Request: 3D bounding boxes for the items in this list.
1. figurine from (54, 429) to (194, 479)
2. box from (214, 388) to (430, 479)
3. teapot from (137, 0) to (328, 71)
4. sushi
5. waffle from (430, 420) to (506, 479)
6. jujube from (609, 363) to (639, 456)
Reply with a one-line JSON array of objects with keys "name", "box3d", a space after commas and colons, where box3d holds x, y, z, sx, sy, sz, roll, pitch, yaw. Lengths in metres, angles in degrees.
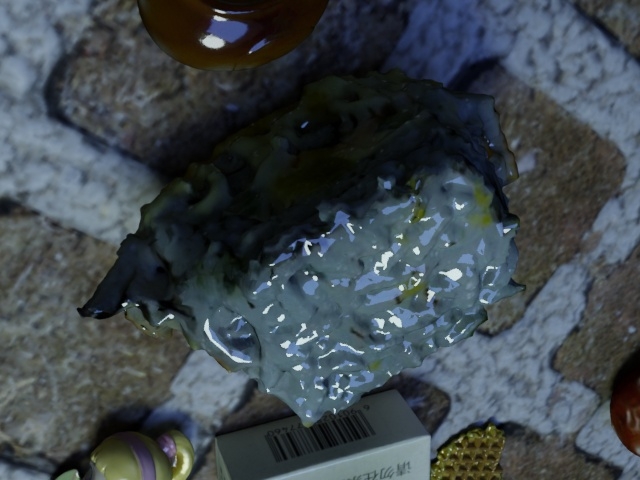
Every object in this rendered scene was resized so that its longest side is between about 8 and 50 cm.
[{"name": "figurine", "box3d": [-0.170, 0.213, 0.694, 0.083, 0.083, 0.187, 35, 93, -32]}, {"name": "box", "box3d": [0.006, 0.265, 0.789, 0.164, 0.069, 0.257, -12, 120, -16]}, {"name": "teapot", "box3d": [-0.047, -0.148, 0.553, 0.129, 0.078, 0.098, -31, 84, -21]}, {"name": "sushi", "box3d": [0.000, 0.000, 0.578, 0.274, 0.184, 0.139, -32, 122, -2]}, {"name": "waffle", "box3d": [0.137, 0.206, 0.844, 0.078, 0.016, 0.085, -22, 122, -5]}, {"name": "jujube", "box3d": [0.353, 0.148, 0.854, 0.176, 0.109, 0.112, -11, 84, -7]}]
